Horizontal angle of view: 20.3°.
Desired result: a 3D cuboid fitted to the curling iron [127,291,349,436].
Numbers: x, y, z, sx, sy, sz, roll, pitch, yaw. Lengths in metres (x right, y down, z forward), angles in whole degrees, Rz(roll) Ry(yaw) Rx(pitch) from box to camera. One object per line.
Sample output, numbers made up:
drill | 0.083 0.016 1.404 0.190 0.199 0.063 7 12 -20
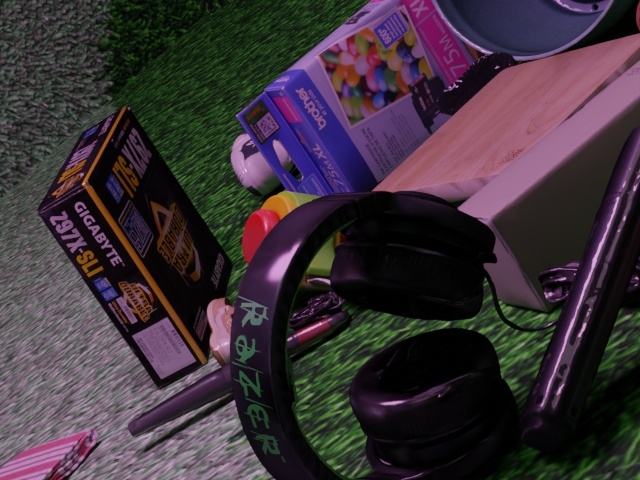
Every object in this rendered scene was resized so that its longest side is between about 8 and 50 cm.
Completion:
curling iron | -0.084 0.137 1.907 0.274 0.035 0.068 -33 12 0

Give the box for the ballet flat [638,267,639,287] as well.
ballet flat | 0.314 -0.013 1.428 0.124 0.116 0.342 -52 9 48

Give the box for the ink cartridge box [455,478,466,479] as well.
ink cartridge box | 0.040 0.252 1.338 0.232 0.066 0.189 -18 7 -28

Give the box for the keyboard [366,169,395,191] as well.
keyboard | 0.174 -0.113 2.143 0.317 0.033 0.201 -37 9 -8

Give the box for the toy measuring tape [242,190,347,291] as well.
toy measuring tape | 0.000 0.000 1.983 0.121 0.121 0.330 -40 17 -22

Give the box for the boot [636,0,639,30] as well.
boot | 0.445 -0.237 1.882 0.283 0.109 0.220 -15 27 31

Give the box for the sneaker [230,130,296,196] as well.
sneaker | -0.026 -0.158 2.547 0.153 0.094 0.235 -34 3 33

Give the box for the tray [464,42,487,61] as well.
tray | 0.215 -0.454 2.386 0.203 0.411 0.076 -37 41 -12

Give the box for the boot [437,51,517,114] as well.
boot | 0.205 -0.196 2.247 0.121 0.045 0.099 -36 -9 21

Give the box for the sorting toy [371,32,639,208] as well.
sorting toy | 0.220 -0.098 1.898 0.257 0.089 0.255 -43 18 -28

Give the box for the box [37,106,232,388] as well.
box | -0.217 -0.001 2.170 0.079 0.257 0.322 -31 15 13

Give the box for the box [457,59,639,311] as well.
box | 0.262 -0.060 1.668 0.275 0.113 0.094 -37 15 -15

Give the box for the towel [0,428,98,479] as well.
towel | -0.346 0.288 2.001 0.144 0.029 0.197 -20 19 41

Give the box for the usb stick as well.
usb stick | 0.220 0.033 1.396 0.077 0.045 0.278 103 -170 -70

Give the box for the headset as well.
headset | 0.103 0.071 1.419 0.185 0.243 0.394 -1 10 43

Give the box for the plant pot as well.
plant pot | 0.303 -0.375 2.278 0.293 0.293 0.196 -23 -9 34

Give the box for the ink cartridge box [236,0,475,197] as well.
ink cartridge box | 0.059 -0.180 2.279 0.311 0.185 0.065 -41 19 -21

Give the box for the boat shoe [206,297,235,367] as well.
boat shoe | -0.099 0.101 2.027 0.045 0.050 0.135 -28 26 8
